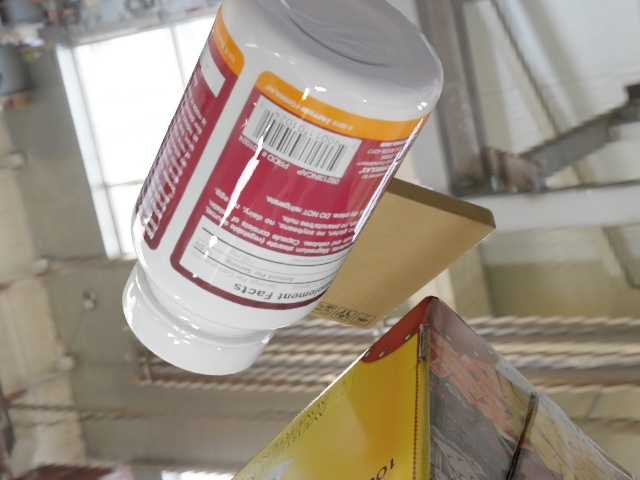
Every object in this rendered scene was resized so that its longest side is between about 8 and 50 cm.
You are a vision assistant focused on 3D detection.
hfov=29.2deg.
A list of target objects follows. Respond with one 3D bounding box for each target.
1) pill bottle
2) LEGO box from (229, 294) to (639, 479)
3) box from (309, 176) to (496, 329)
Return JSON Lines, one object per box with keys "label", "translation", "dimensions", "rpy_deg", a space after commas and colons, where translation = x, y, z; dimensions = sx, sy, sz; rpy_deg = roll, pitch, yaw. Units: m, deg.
{"label": "pill bottle", "translation": [-0.022, -0.022, 0.476], "dimensions": [0.086, 0.152, 0.086], "rpy_deg": [20, -145, -15]}
{"label": "LEGO box", "translation": [-0.046, 0.310, 0.646], "dimensions": [0.500, 0.193, 0.372], "rpy_deg": [-45, -171, 16]}
{"label": "box", "translation": [0.000, 0.000, 0.888], "dimensions": [0.201, 0.021, 0.164], "rpy_deg": [17, 140, -30]}
